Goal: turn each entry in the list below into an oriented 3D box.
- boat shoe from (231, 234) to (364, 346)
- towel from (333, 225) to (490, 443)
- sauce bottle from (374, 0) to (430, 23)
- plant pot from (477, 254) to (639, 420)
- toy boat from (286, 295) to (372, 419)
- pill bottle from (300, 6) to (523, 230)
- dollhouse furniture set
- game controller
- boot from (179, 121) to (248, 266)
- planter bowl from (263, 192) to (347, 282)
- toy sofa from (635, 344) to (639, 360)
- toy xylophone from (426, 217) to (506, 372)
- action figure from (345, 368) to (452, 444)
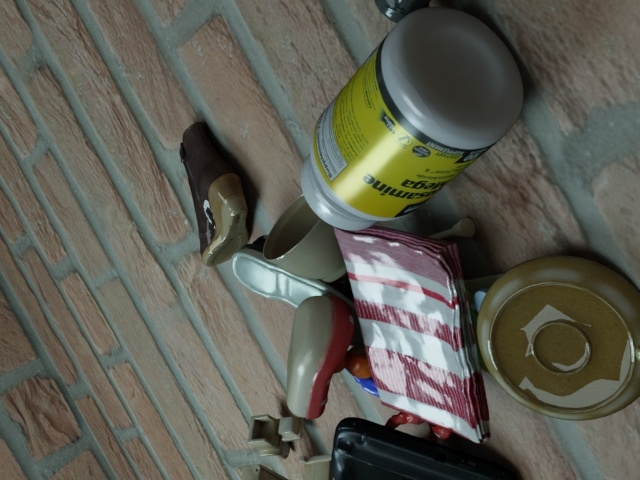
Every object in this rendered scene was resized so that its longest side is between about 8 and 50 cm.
[{"bbox_3d":[-0.010,0.078,1.695,0.303,0.091,0.114,31,136,16],"label":"boat shoe"},{"bbox_3d":[0.133,0.135,1.448,0.237,0.037,0.328,14,125,49],"label":"towel"},{"bbox_3d":[0.165,-0.369,1.096,0.111,0.111,0.344,55,148,8],"label":"sauce bottle"},{"bbox_3d":[0.315,0.135,1.265,0.236,0.032,0.236,9,114,21],"label":"plant pot"},{"bbox_3d":[0.026,0.194,1.614,0.231,0.151,0.151,100,172,-49],"label":"toy boat"},{"bbox_3d":[0.101,-0.140,1.286,0.188,0.188,0.334,56,148,6],"label":"pill bottle"},{"bbox_3d":[0.031,0.498,1.964,0.356,0.303,0.174,-13,145,29],"label":"dollhouse furniture set"},{"bbox_3d":[0.168,0.399,1.634,0.319,0.067,0.166,17,136,14],"label":"game controller"},{"bbox_3d":[-0.213,-0.084,1.875,0.206,0.090,0.248,61,151,21],"label":"boot"},{"bbox_3d":[0.000,0.000,1.582,0.109,0.162,0.162,41,153,-21],"label":"planter bowl"},{"bbox_3d":[0.492,0.252,1.105,0.177,0.150,0.362,13,125,50],"label":"toy sofa"},{"bbox_3d":[0.191,0.103,1.455,0.236,0.081,0.323,60,147,1],"label":"toy xylophone"},{"bbox_3d":[0.115,0.282,1.691,0.280,0.091,0.139,31,131,38],"label":"action figure"}]
